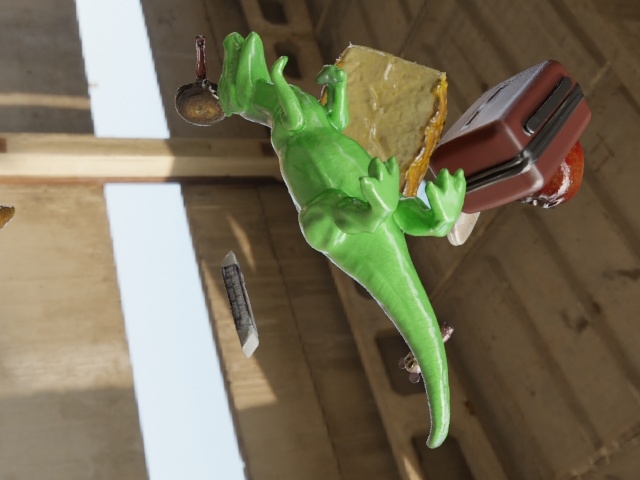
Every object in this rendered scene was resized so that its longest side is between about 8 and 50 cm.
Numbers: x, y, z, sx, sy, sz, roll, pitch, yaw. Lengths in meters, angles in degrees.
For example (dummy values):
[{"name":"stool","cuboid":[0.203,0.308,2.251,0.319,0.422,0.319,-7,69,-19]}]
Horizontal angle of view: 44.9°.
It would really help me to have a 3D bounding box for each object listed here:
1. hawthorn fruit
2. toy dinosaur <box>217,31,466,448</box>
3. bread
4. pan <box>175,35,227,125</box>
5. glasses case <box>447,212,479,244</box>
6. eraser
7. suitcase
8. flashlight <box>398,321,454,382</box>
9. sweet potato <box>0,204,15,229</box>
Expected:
[{"name":"hawthorn fruit","cuboid":[0.539,-0.201,1.907,0.215,0.215,0.250,153,-54,-64]},{"name":"toy dinosaur","cuboid":[0.000,0.000,0.982,0.374,0.144,0.500,20,-59,45]},{"name":"bread","cuboid":[0.086,-0.159,1.349,0.279,0.207,0.279,40,72,-80]},{"name":"pan","cuboid":[-0.226,-0.299,1.496,0.212,0.114,0.040,98,-9,-51]},{"name":"glasses case","cuboid":[0.355,-0.074,1.897,0.051,0.204,0.081,0,-44,36]},{"name":"eraser","cuboid":[-0.073,0.056,0.691,0.027,0.019,0.099,72,-1,-58]},{"name":"suitcase","cuboid":[0.367,-0.200,1.500,0.161,0.297,0.236,53,-37,-12]},{"name":"flashlight","cuboid":[0.169,0.173,1.233,0.110,0.031,0.052,-50,-132,13]},{"name":"sweet potato","cuboid":[-0.387,-0.022,0.850,0.179,0.044,0.044,-36,130,-73]}]
